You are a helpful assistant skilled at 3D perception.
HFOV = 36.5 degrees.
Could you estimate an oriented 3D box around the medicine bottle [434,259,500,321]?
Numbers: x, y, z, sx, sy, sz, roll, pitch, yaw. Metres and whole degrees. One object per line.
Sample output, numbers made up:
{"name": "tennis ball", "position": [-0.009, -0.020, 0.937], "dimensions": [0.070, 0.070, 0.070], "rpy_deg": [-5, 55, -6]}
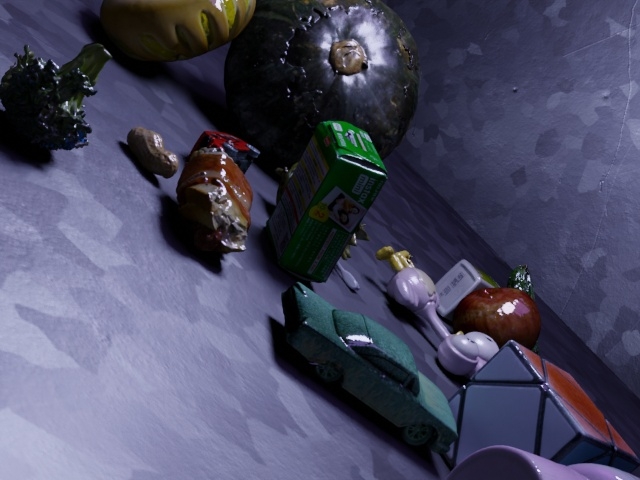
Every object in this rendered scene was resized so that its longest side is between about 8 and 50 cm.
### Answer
{"name": "medicine bottle", "position": [0.355, 0.138, 2.278], "dimensions": [0.188, 0.132, 0.088], "rpy_deg": [30, 17, -48]}

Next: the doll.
{"name": "doll", "position": [0.241, 0.164, 1.964], "dimensions": [0.365, 0.094, 0.160], "rpy_deg": [49, 18, 27]}

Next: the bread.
{"name": "bread", "position": [-0.287, -0.463, 2.015], "dimensions": [0.333, 0.333, 0.160], "rpy_deg": [-110, -168, -62]}

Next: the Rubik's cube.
{"name": "Rubik's cube", "position": [0.326, 0.315, 1.512], "dimensions": [0.205, 0.205, 0.207], "rpy_deg": [29, 21, -44]}

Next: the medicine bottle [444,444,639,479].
{"name": "medicine bottle", "position": [0.303, 0.384, 1.125], "dimensions": [0.324, 0.256, 0.256], "rpy_deg": [27, 19, -25]}

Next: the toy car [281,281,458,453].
{"name": "toy car", "position": [0.078, 0.185, 1.424], "dimensions": [0.320, 0.097, 0.141], "rpy_deg": [38, 15, -20]}

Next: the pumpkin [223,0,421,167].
{"name": "pumpkin", "position": [0.009, -0.358, 2.161], "dimensions": [0.454, 0.454, 0.344], "rpy_deg": [39, -13, -17]}

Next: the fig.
{"name": "fig", "position": [0.388, 0.196, 2.130], "dimensions": [0.205, 0.205, 0.205], "rpy_deg": [40, 14, -12]}

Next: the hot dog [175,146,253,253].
{"name": "hot dog", "position": [-0.165, -0.051, 1.475], "dimensions": [0.146, 0.103, 0.213], "rpy_deg": [60, 16, -23]}

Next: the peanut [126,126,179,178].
{"name": "peanut", "position": [-0.265, -0.139, 1.536], "dimensions": [0.113, 0.054, 0.054], "rpy_deg": [45, 13, 24]}

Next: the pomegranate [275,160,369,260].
{"name": "pomegranate", "position": [0.002, -0.059, 1.884], "dimensions": [0.220, 0.156, 0.156], "rpy_deg": [61, 11, -9]}

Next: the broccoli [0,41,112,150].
{"name": "broccoli", "position": [-0.342, -0.196, 1.269], "dimensions": [0.154, 0.160, 0.167], "rpy_deg": [31, -14, 34]}

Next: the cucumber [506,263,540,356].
{"name": "cucumber", "position": [0.468, 0.186, 2.269], "dimensions": [0.077, 0.077, 0.265], "rpy_deg": [18, 65, -60]}

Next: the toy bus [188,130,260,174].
{"name": "toy bus", "position": [-0.183, -0.152, 1.756], "dimensions": [0.089, 0.081, 0.195], "rpy_deg": [35, 12, 9]}

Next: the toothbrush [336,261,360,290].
{"name": "toothbrush", "position": [0.000, 0.000, 1.934], "dimensions": [0.286, 0.020, 0.025], "rpy_deg": [53, 9, 35]}

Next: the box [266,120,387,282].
{"name": "box", "position": [0.005, -0.069, 1.679], "dimensions": [0.103, 0.250, 0.180], "rpy_deg": [20, 24, -21]}
